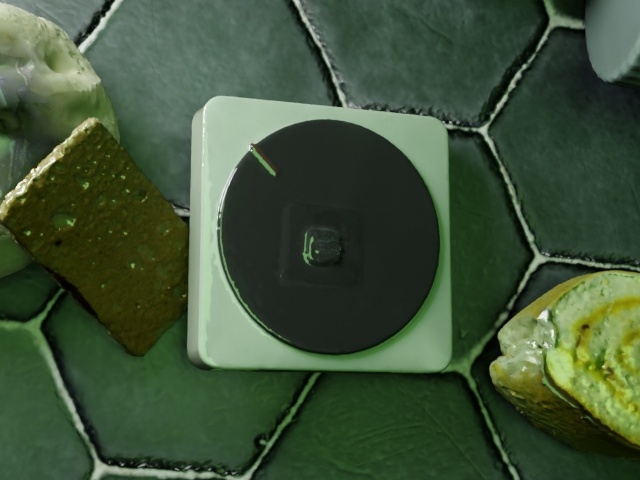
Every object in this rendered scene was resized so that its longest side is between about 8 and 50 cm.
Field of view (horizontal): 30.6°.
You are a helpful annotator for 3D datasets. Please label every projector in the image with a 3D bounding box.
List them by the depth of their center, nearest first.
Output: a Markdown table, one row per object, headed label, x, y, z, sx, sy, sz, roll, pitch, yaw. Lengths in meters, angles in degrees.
| label | x | y | z | sx | sy | sz | roll | pitch | yaw |
| --- | --- | --- | --- | --- | --- | --- | --- | --- | --- |
| projector | 0.000 | 0.000 | 1.145 | 0.257 | 0.079 | 0.259 | 4 | 81 | -20 |

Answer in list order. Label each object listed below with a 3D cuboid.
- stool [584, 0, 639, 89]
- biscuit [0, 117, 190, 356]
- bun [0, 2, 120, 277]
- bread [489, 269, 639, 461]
| label | x | y | z | sx | sy | sz | roll | pitch | yaw |
| --- | --- | --- | --- | --- | --- | --- | --- | --- | --- |
| stool | 0.459 | -0.257 | 1.165 | 0.330 | 0.297 | 0.297 | 6 | 84 | -5 |
| biscuit | -0.191 | 0.002 | 1.080 | 0.131 | 0.025 | 0.231 | -48 | 133 | -15 |
| bun | -0.322 | -0.099 | 1.063 | 0.273 | 0.168 | 0.272 | -1 | 92 | -14 |
| bread | 0.301 | 0.124 | 1.179 | 0.257 | 0.124 | 0.186 | 17 | 75 | -8 |
